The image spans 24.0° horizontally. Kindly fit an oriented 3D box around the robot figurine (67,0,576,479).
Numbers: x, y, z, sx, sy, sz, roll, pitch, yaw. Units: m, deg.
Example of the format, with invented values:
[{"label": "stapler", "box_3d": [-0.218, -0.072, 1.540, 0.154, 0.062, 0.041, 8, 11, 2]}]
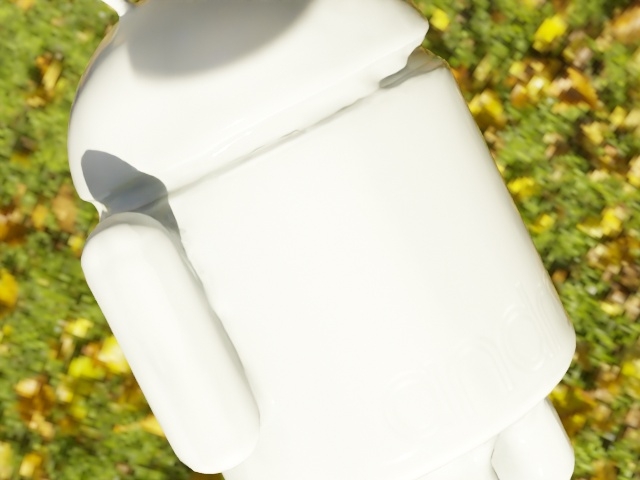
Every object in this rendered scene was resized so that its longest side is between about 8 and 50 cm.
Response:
[{"label": "robot figurine", "box_3d": [0.000, 0.000, 0.783, 0.200, 0.300, 0.353, -22, 98, 36]}]
